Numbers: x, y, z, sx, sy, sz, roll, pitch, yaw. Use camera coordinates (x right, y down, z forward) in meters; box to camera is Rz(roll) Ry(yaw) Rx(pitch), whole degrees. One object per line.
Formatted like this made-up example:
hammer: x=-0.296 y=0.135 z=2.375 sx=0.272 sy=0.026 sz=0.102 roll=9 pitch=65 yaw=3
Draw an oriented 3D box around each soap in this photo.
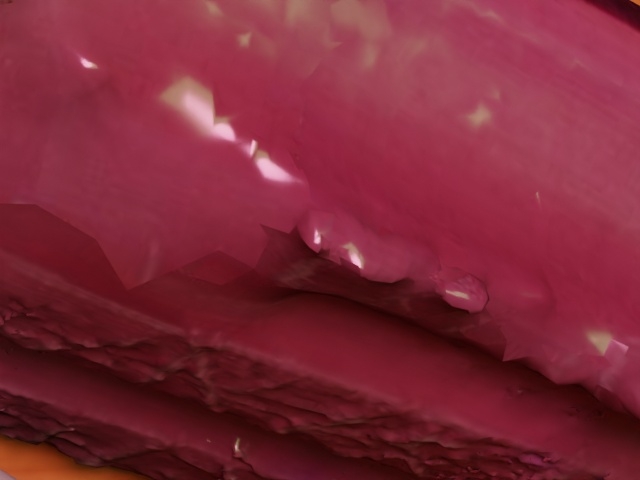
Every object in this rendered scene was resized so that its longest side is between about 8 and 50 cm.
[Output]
soap: x=0.000 y=0.000 z=0.571 sx=0.325 sy=0.220 sz=0.127 roll=22 pitch=62 yaw=-23

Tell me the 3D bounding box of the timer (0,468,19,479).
timer: x=-0.174 y=0.157 z=0.512 sx=0.237 sy=0.087 sz=0.262 roll=34 pitch=65 yaw=-20
